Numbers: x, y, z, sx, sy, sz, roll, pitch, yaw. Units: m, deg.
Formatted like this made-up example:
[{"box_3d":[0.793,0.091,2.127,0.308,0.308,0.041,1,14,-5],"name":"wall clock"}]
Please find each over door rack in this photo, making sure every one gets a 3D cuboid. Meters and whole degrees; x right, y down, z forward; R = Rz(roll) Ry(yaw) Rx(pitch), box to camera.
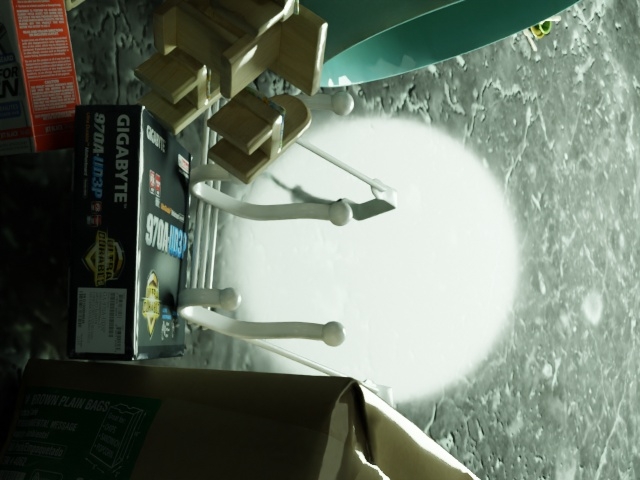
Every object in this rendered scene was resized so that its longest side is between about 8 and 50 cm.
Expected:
[{"box_3d":[0.000,0.000,1.076,0.324,0.108,0.239,38,49,-53],"name":"over door rack"}]

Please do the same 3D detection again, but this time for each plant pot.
[{"box_3d":[0.092,-0.306,1.135,0.293,0.293,0.235,-16,87,-52],"name":"plant pot"}]

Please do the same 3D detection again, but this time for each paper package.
[{"box_3d":[-0.047,0.224,0.881,0.309,0.325,0.168,45,55,-42],"name":"paper package"}]

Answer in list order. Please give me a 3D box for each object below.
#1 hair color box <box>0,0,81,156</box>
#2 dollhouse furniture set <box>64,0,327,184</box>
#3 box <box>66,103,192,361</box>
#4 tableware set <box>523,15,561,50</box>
[{"box_3d":[-0.229,-0.144,0.854,0.053,0.093,0.167,-15,100,-52],"name":"hair color box"},{"box_3d":[-0.081,-0.209,0.896,0.161,0.242,0.212,-45,160,-29],"name":"dollhouse furniture set"},{"box_3d":[-0.140,0.003,0.905,0.220,0.051,0.175,65,26,-84],"name":"box"},{"box_3d":[0.296,-0.340,1.600,0.104,0.024,0.154,50,52,-38],"name":"tableware set"}]
